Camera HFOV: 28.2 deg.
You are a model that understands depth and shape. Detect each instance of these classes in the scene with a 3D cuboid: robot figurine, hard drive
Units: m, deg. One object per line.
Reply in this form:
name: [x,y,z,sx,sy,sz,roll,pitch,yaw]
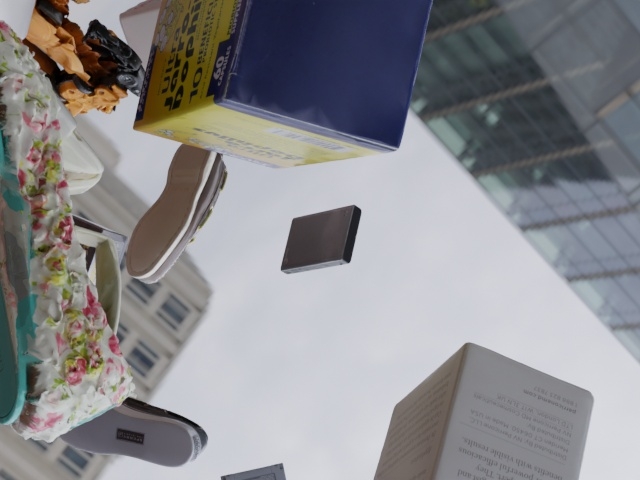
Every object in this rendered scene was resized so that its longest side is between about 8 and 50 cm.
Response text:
robot figurine: [-0.341,-0.249,1.542,0.211,0.291,0.085,-10,-122,30]
hard drive: [0.000,0.000,1.964,0.135,0.022,0.094,-12,-123,44]

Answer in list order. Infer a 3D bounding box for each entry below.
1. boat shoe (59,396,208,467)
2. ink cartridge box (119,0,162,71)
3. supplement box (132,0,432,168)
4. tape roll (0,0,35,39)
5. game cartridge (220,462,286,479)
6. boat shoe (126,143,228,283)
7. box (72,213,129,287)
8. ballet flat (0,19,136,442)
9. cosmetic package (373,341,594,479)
boat shoe: [-0.251,0.238,1.663,0.076,0.228,0.080,-3,102,-72]
ink cartridge box: [-0.135,-0.313,1.780,0.237,0.100,0.172,-10,-162,20]
supplement box: [-0.053,-0.200,1.380,0.356,0.195,0.194,179,-76,-68]
tape roll: [-0.352,-0.284,1.085,0.246,0.246,0.169,-118,-137,-66]
game cartridge: [-0.084,0.323,1.644,0.083,0.056,0.017,-11,167,-6]
boat shoe: [-0.264,-0.047,2.408,0.116,0.097,0.324,2,-124,30]
box: [-0.419,0.077,2.108,0.183,0.056,0.231,20,-89,50]
ballet flat: [-0.153,-0.010,0.694,0.091,0.077,0.241,-27,-110,54]
cosmetic package: [0.128,0.363,1.321,0.230,0.161,0.453,125,-14,-60]
